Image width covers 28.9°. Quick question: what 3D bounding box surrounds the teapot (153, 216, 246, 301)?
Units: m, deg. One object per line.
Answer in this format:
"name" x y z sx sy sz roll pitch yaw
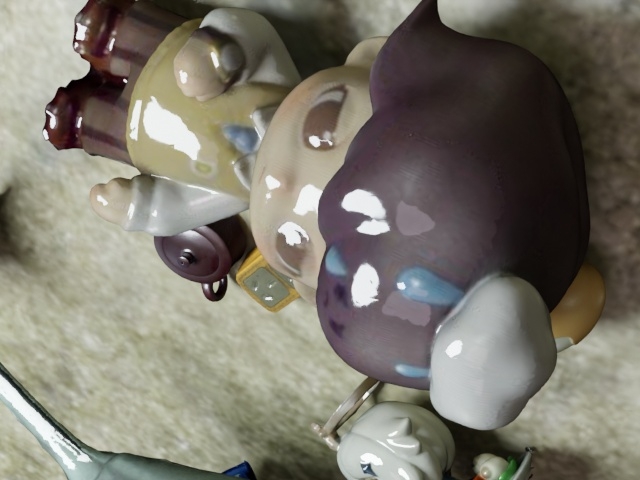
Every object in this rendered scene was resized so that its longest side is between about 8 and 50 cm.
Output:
"teapot" -0.094 0.007 0.950 0.068 0.045 0.100 0 125 29

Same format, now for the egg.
"egg" 0.153 0.043 0.840 0.083 0.071 0.071 -14 119 32

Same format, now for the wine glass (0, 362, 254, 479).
"wine glass" -0.195 0.165 0.972 0.406 0.267 0.267 45 134 5

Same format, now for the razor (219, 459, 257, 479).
"razor" -0.047 0.330 1.193 0.093 0.056 0.324 -27 122 0

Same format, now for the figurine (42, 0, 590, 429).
"figurine" -0.008 -0.053 0.752 0.365 0.218 0.206 24 178 10

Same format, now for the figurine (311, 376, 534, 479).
"figurine" 0.073 0.168 0.965 0.153 0.132 0.132 41 134 8

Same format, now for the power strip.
"power strip" 0.000 0.000 0.910 0.049 0.028 0.178 43 132 -10
